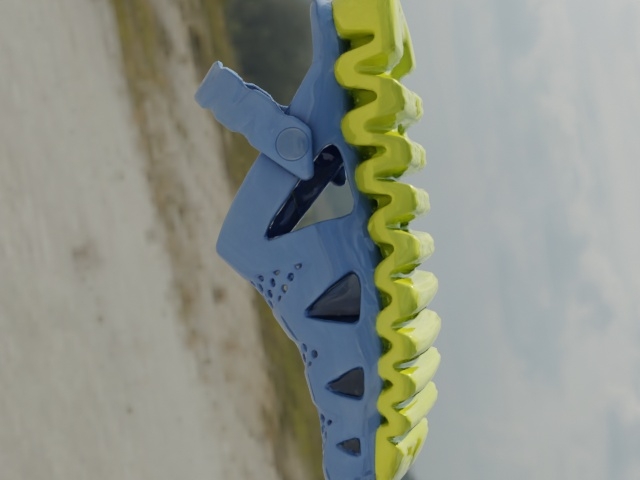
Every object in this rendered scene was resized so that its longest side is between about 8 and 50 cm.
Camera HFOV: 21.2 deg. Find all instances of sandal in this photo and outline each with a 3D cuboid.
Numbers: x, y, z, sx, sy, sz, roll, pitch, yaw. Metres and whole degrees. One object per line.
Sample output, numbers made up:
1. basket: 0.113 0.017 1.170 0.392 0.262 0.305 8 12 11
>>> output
1. sandal: 0.000 0.000 1.055 0.126 0.138 0.317 39 45 -77
